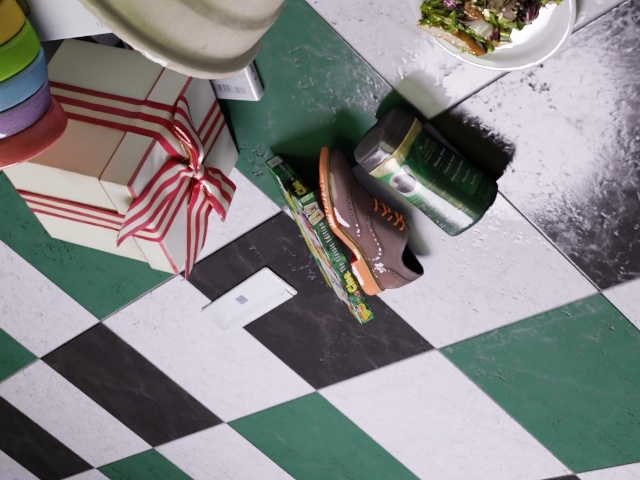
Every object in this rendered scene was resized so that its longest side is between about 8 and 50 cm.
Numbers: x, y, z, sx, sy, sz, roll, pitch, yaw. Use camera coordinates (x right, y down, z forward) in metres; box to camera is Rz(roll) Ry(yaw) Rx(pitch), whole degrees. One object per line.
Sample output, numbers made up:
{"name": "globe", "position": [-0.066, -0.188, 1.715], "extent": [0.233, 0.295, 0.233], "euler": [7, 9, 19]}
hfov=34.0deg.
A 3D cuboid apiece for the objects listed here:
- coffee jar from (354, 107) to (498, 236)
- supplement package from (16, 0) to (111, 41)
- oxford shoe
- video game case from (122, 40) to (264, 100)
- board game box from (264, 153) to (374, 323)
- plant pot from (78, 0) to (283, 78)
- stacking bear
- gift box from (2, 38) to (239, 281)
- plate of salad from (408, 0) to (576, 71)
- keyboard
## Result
{"name": "coffee jar", "position": [0.138, -0.092, 1.382], "extent": [0.184, 0.079, 0.096], "euler": [37, 147, -10]}
{"name": "supplement package", "position": [-0.278, -0.357, 1.253], "extent": [0.262, 0.204, 0.145], "euler": [1, 135, 34]}
{"name": "oxford shoe", "position": [0.073, -0.035, 1.506], "extent": [0.098, 0.096, 0.271], "euler": [-12, 133, 18]}
{"name": "video game case", "position": [-0.191, -0.276, 1.445], "extent": [0.201, 0.023, 0.183], "euler": [8, 139, 29]}
{"name": "board game box", "position": [0.000, 0.000, 1.571], "extent": [0.259, 0.030, 0.136], "euler": [63, 174, -36]}
{"name": "plant pot", "position": [-0.068, -0.370, 0.959], "extent": [0.305, 0.333, 0.334], "euler": [-31, 114, 31]}
{"name": "stacking bear", "position": [-0.410, -0.237, 1.192], "extent": [0.164, 0.175, 0.289], "euler": [10, 132, 30]}
{"name": "gift box", "position": [-0.271, -0.097, 1.481], "extent": [0.258, 0.276, 0.255], "euler": [12, 156, 20]}
{"name": "plate of salad", "position": [0.185, -0.264, 1.170], "extent": [0.200, 0.048, 0.199], "euler": [20, 142, 16]}
{"name": "keyboard", "position": [-0.133, 0.111, 1.876], "extent": [0.072, 0.014, 0.256], "euler": [44, 142, -10]}
